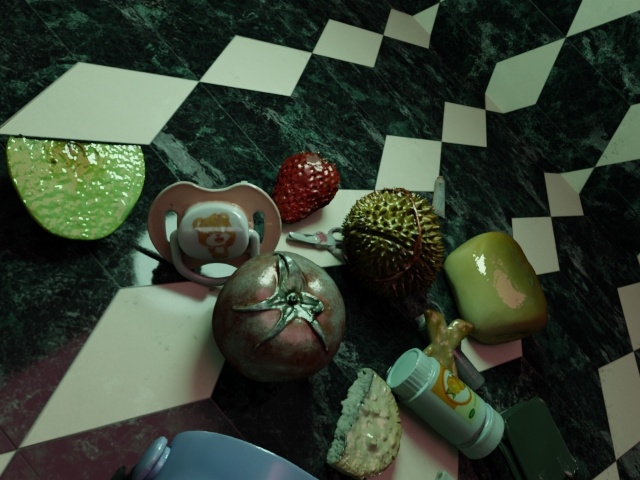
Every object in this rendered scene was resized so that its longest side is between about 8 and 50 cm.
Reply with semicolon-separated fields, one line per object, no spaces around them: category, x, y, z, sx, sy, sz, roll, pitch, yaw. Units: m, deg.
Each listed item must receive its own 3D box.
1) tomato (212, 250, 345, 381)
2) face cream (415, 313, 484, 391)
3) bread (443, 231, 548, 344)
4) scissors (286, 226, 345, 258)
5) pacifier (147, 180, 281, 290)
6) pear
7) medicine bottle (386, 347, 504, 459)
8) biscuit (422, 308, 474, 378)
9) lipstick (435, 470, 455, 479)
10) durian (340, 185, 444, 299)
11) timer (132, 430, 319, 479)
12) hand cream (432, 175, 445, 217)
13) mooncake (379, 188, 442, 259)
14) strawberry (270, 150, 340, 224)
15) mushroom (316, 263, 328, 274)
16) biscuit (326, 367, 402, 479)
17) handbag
tomato;-0.095;0.183;1.094;0.317;0.282;0.316;12;58;-19
face cream;0.409;0.356;1.468;0.283;0.073;0.073;51;46;6
bread;0.632;0.161;1.638;0.348;0.253;0.375;6;55;-27
scissors;0.000;0.000;1.463;0.242;0.030;0.118;7;56;-35
pacifier;-0.269;-0.041;1.177;0.333;0.220;0.272;-1;57;-8
pear;-0.572;-0.107;1.081;0.288;0.139;0.239;-5;78;-42
medicine bottle;0.349;0.457;1.298;0.318;0.158;0.158;40;46;-5
biscuit;0.372;0.331;1.409;0.165;0.047;0.207;19;78;-3
lipstick;0.373;0.684;1.245;0.129;0.030;0.030;42;46;-2
durian;0.226;0.004;1.427;0.384;0.348;0.347;55;22;-58
timer;-0.145;0.466;0.806;0.395;0.395;0.173;36;47;-8
hand cream;0.505;-0.188;1.940;0.067;0.043;0.209;25;54;-16
mooncake;0.352;-0.069;1.736;0.150;0.057;0.346;2;55;-48
strawberry;-0.064;-0.155;1.449;0.205;0.205;0.244;36;68;-9
mushroom;-0.029;0.119;1.326;0.126;0.084;0.109;-5;28;-35
biscuit;0.135;0.481;1.185;0.179;0.084;0.281;34;46;-9
handbag;0.677;0.655;1.444;0.248;0.079;0.260;-8;66;-38
